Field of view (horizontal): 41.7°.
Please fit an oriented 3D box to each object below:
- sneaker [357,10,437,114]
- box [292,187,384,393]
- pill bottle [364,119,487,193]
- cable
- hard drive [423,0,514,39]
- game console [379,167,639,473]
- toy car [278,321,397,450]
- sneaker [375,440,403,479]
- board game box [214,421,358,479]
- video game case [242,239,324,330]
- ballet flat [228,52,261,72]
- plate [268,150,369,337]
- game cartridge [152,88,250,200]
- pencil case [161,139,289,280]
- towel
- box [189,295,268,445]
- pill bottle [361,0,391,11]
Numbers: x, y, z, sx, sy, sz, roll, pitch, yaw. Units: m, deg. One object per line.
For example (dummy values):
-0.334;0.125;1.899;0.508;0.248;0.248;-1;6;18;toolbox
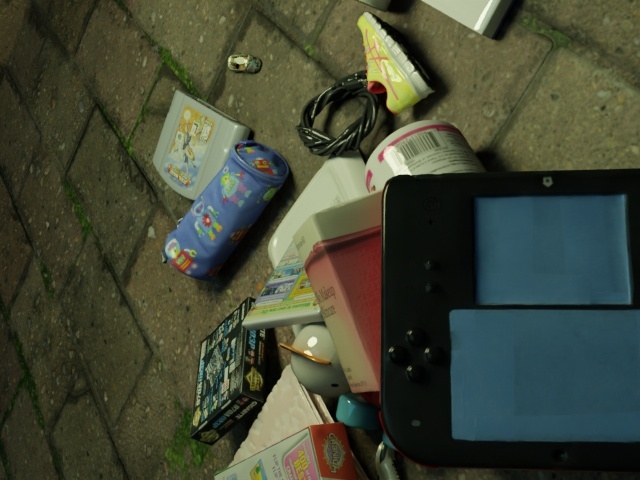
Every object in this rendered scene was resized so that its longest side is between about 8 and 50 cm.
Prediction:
0.101;-0.288;1.358;0.094;0.081;0.208;-45;51;25;sneaker
0.070;0.067;1.079;0.148;0.127;0.232;134;116;-74;box
0.183;-0.016;1.149;0.160;0.160;0.283;-49;49;31;pill bottle
0.032;-0.208;1.438;0.184;0.047;0.150;-14;61;37;cable
0.263;-0.486;1.252;0.210;0.040;0.318;47;117;43;hard drive
0.261;0.084;0.947;0.387;0.060;0.342;0;80;8;game console
0.051;0.175;1.201;0.210;0.238;0.219;15;94;50;toy car
0.108;0.352;1.257;0.044;0.040;0.109;-6;81;32;sneaker
-0.046;0.436;1.276;0.316;0.064;0.242;-38;58;48;board game box
-0.014;0.048;1.273;0.212;0.023;0.193;-15;38;53;video game case
-0.167;-0.368;1.728;0.114;0.041;0.041;17;95;50;ballet flat
0.000;0.000;1.409;0.278;0.045;0.277;-53;35;26;plate
-0.262;-0.192;1.792;0.297;0.062;0.198;34;103;47;game cartridge
-0.187;-0.058;1.618;0.133;0.119;0.306;49;119;17;pencil case
-0.035;0.419;1.362;0.317;0.053;0.332;60;135;37;towel
-0.164;0.235;1.528;0.175;0.051;0.220;-44;31;34;box
0.105;-0.501;1.369;0.131;0.131;0.229;38;111;46;pill bottle
